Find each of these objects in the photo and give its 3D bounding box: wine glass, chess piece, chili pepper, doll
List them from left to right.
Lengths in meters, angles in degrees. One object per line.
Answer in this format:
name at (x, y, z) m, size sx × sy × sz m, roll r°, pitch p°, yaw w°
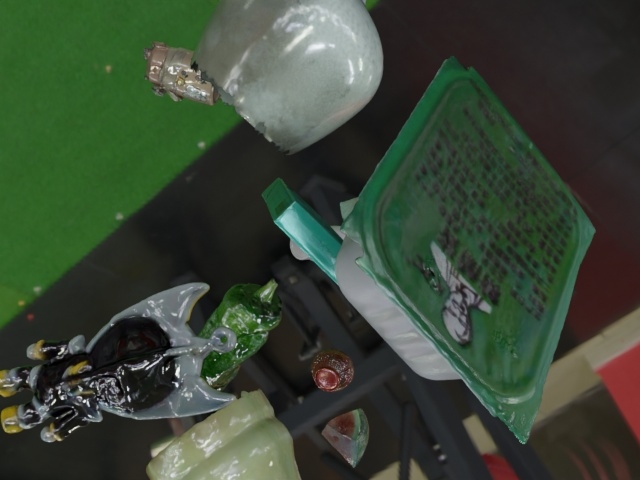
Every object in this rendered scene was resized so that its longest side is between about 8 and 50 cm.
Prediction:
doll at (-0.249, 0.165, 1.114) m, size 0.316 × 0.145 × 0.103 m, roll -16°, pitch 145°, yaw 8°
chili pepper at (-0.152, 0.164, 1.524) m, size 0.136 × 0.099 × 0.270 m, roll 6°, pitch 133°, yaw -50°
chess piece at (-0.061, 0.466, 1.365) m, size 0.234 × 0.442 × 0.234 m, roll -33°, pitch 165°, yaw -10°
wine glass at (0.006, -0.271, 1.127) m, size 0.323 × 0.238 × 0.238 m, roll -49°, pitch 139°, yaw 2°

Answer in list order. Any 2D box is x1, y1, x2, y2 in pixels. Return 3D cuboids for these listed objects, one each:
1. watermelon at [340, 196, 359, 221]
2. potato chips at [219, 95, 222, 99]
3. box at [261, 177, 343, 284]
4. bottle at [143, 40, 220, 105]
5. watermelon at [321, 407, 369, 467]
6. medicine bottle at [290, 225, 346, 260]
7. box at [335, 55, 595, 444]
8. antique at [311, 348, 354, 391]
watermelon at (0.231, -0.040, 1.986) m, size 0.387 × 0.228 × 0.258 m, roll 23°, pitch 104°, yaw 4°
potato chips at (-0.179, -0.331, 1.800) m, size 0.092 × 0.028 × 0.207 m, roll 43°, pitch 156°, yaw -19°
box at (0.000, 0.000, 1.148) m, size 0.042 × 0.226 × 0.161 m, roll -44°, pitch 103°, yaw 2°
bottle at (-0.256, -0.307, 1.666) m, size 0.152 × 0.099 × 0.099 m, roll 15°, pitch 137°, yaw 2°
watermelon at (0.043, 0.308, 1.419) m, size 0.072 × 0.092 × 0.084 m, roll -5°, pitch 165°, yaw 25°
medicine bottle at (0.001, 0.005, 1.315) m, size 0.089 × 0.052 × 0.052 m, roll -2°, pitch 140°, yaw -48°
box at (0.133, 0.003, 0.903) m, size 0.264 × 0.336 × 0.106 m, roll 48°, pitch 136°, yaw -15°
antique at (0.028, 0.296, 2.079) m, size 0.104 × 0.104 × 0.104 m, roll -14°, pitch 142°, yaw -11°
